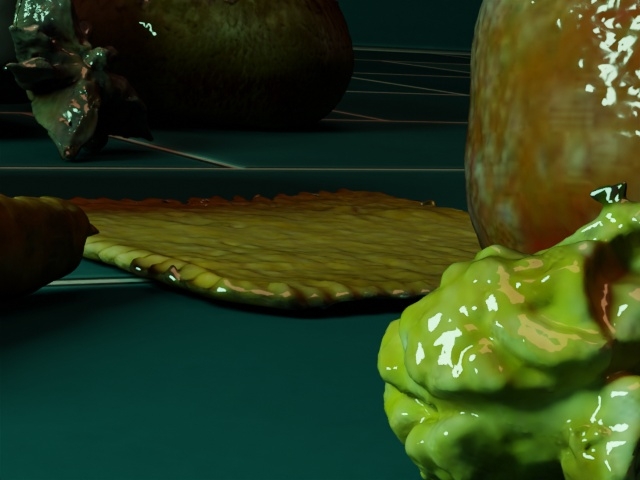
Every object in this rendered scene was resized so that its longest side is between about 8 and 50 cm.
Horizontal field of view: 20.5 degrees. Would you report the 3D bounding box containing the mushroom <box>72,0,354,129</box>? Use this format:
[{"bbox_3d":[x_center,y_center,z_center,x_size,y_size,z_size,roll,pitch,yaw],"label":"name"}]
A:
[{"bbox_3d":[-0.098,-0.163,1.377,0.253,0.153,0.253,6,18,-2],"label":"mushroom"}]

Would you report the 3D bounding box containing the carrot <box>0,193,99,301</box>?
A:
[{"bbox_3d":[-0.139,0.004,0.522,0.059,0.059,0.248,7,6,22],"label":"carrot"}]

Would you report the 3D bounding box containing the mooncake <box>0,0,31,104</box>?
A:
[{"bbox_3d":[-0.307,-0.146,1.159,0.283,0.141,0.283,-2,1,0],"label":"mooncake"}]

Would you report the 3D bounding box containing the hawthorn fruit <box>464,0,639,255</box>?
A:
[{"bbox_3d":[0.126,-0.027,0.488,0.173,0.173,0.173,4,8,-1],"label":"hawthorn fruit"}]

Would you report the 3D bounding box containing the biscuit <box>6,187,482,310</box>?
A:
[{"bbox_3d":[0.000,0.000,0.749,0.232,0.013,0.237,-2,11,-35],"label":"biscuit"}]

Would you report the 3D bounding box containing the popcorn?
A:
[{"bbox_3d":[0.059,0.038,0.395,0.084,0.084,0.084,4,8,-1],"label":"popcorn"}]

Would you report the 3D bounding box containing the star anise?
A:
[{"bbox_3d":[-0.156,-0.111,1.075,0.056,0.129,0.124,-26,-1,23],"label":"star anise"}]
